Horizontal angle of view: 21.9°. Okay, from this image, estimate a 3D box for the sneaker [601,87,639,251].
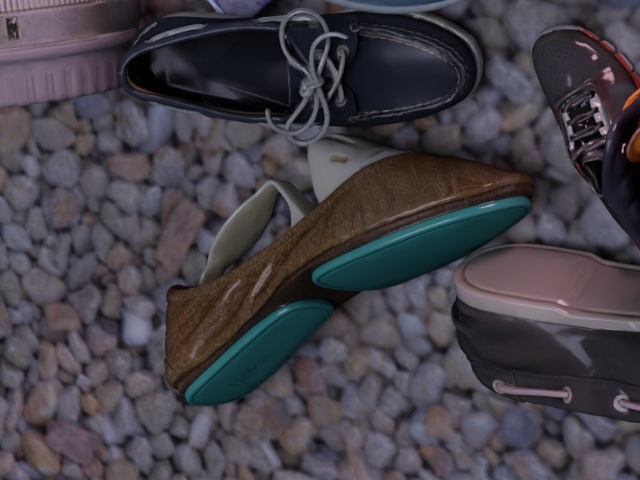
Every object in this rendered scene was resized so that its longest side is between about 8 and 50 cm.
[{"bbox_3d":[0.241,-0.121,0.975,0.124,0.180,0.321,-1,102,30],"label":"sneaker"}]

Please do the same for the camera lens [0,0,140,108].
[{"bbox_3d":[-0.248,-0.241,1.206,0.219,0.219,0.274,1,103,30],"label":"camera lens"}]

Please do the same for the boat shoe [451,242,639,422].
[{"bbox_3d":[0.240,0.078,1.081,0.335,0.112,0.095,12,126,33],"label":"boat shoe"}]

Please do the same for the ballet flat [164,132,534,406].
[{"bbox_3d":[0.000,0.000,1.206,0.342,0.116,0.124,-36,64,36],"label":"ballet flat"}]

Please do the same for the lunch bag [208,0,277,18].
[{"bbox_3d":[-0.057,-0.208,1.203,0.083,0.053,0.071,49,123,-2],"label":"lunch bag"}]

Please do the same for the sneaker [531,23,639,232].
[{"bbox_3d":[0.186,-0.073,1.088,0.061,0.065,0.158,-35,84,32],"label":"sneaker"}]

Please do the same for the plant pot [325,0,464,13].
[{"bbox_3d":[0.083,-0.295,1.013,0.290,0.195,0.290,8,107,29],"label":"plant pot"}]

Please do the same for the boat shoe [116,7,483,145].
[{"bbox_3d":[-0.017,-0.120,1.156,0.254,0.079,0.095,8,113,12],"label":"boat shoe"}]
